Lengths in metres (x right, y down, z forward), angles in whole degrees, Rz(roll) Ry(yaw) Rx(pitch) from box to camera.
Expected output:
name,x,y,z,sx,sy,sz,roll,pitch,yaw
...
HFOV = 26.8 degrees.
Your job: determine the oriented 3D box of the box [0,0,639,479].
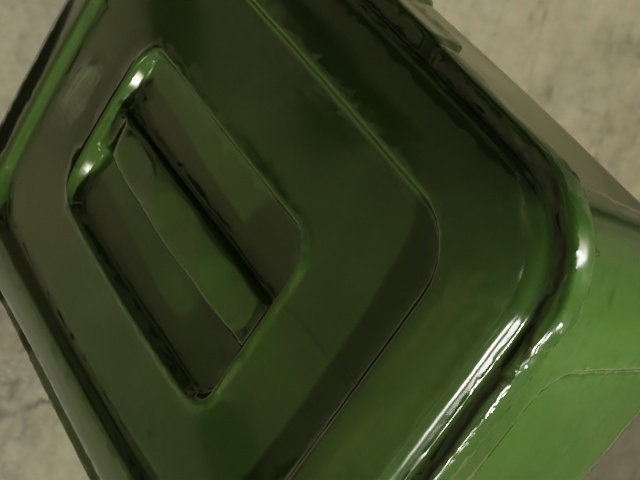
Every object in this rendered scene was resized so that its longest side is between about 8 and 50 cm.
name,x,y,z,sx,sy,sz,roll,pitch,yaw
box,0.000,0.000,0.609,0.178,0.328,0.252,9,123,-44
